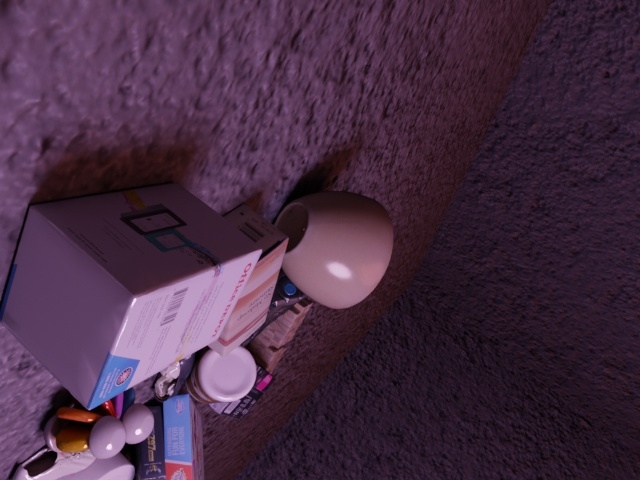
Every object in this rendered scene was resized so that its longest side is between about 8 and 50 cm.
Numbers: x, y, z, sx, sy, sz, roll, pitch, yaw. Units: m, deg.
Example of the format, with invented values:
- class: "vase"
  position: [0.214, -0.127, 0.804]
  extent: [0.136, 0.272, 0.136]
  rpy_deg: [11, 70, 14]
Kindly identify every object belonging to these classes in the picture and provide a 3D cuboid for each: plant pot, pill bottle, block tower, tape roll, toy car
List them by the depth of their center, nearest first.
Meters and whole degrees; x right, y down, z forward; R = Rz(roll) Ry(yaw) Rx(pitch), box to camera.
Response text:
- class: "toy car"
  position: [-0.414, 0.320, 1.124]
  extent: [0.182, 0.159, 0.136]
  rpy_deg: [-4, 92, -68]
- class: "tape roll"
  position: [-0.545, 0.570, 1.306]
  extent: [0.286, 0.100, 0.286]
  rpy_deg: [-47, 162, -21]
- class: "plant pot"
  position: [0.000, 0.000, 1.394]
  extent: [0.191, 0.284, 0.284]
  rpy_deg: [23, 106, -39]
- class: "pill bottle"
  position: [-0.248, 0.318, 1.416]
  extent: [0.131, 0.131, 0.229]
  rpy_deg: [-43, -175, -30]
- class: "block tower"
  position: [-0.150, 0.304, 1.836]
  extent: [0.091, 0.097, 0.335]
  rpy_deg: [-21, 142, -61]

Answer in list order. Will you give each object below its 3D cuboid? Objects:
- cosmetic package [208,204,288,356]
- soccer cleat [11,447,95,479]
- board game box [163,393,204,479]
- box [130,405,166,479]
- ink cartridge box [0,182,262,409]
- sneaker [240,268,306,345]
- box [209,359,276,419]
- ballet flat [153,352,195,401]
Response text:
- class: "cosmetic package"
  position: [-0.182, 0.090, 1.252]
  extent: [0.153, 0.129, 0.296]
  rpy_deg: [-41, 160, -39]
- class: "soccer cleat"
  position: [-0.508, 0.430, 1.183]
  extent: [0.196, 0.068, 0.076]
  rpy_deg: [-21, 142, -55]
- class: "board game box"
  position: [-0.346, 0.545, 1.540]
  extent: [0.064, 0.242, 0.316]
  rpy_deg: [-5, 155, -7]
- class: "box"
  position: [-0.419, 0.541, 1.448]
  extent: [0.059, 0.183, 0.232]
  rpy_deg: [3, 133, -21]
- class: "ink cartridge box"
  position: [-0.262, 0.061, 0.861]
  extent: [0.270, 0.197, 0.198]
  rpy_deg: [-22, 144, -60]
- class: "sneaker"
  position: [-0.150, 0.157, 1.547]
  extent: [0.341, 0.125, 0.139]
  rpy_deg: [-36, 175, -33]
- class: "box"
  position: [-0.246, 0.384, 1.657]
  extent: [0.163, 0.142, 0.247]
  rpy_deg: [-48, 162, -12]
- class: "ballet flat"
  position: [-0.339, 0.301, 1.367]
  extent: [0.074, 0.074, 0.203]
  rpy_deg: [-32, 156, -50]
